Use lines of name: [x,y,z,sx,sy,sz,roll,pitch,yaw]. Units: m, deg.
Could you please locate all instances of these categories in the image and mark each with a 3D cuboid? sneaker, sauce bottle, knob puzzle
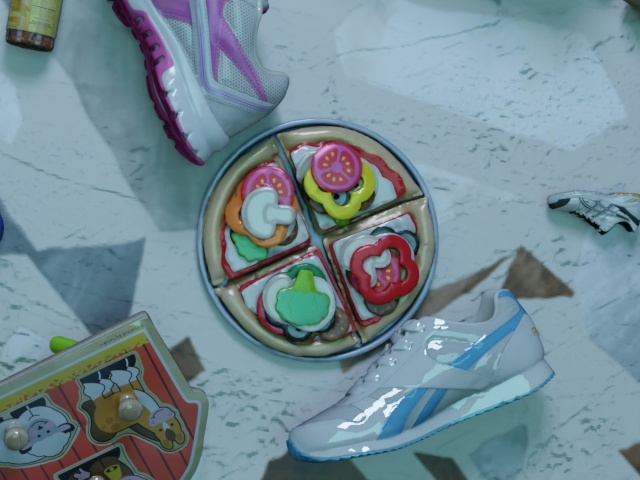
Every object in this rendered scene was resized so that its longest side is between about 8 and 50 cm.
sneaker: [0.072,0.115,1.426,0.228,0.087,0.092,-22,89,-15]
sauce bottle: [-0.221,-0.216,1.395,0.042,0.042,0.128,10,87,-8]
sneaker: [-0.104,-0.193,1.389,0.111,0.103,0.252,-24,101,-11]
sneaker: [0.230,-0.023,1.468,0.083,0.032,0.037,3,90,-8]
knob puzzle: [-0.173,0.169,1.367,0.213,0.030,0.213,-9,122,-15]

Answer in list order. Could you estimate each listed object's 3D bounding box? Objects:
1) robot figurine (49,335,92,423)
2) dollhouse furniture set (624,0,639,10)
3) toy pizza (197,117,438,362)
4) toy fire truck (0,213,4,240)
robot figurine: [-0.181,0.115,1.392,0.115,0.067,0.101,-21,125,-8]
dollhouse furniture set: [0.304,-0.256,1.428,0.151,0.123,0.144,32,86,-8]
toy pizza: [0.000,0.000,1.434,0.201,0.032,0.201,0,91,-9]
toy fire truck: [-0.380,0.015,1.332,0.254,0.169,0.302,20,89,-32]
